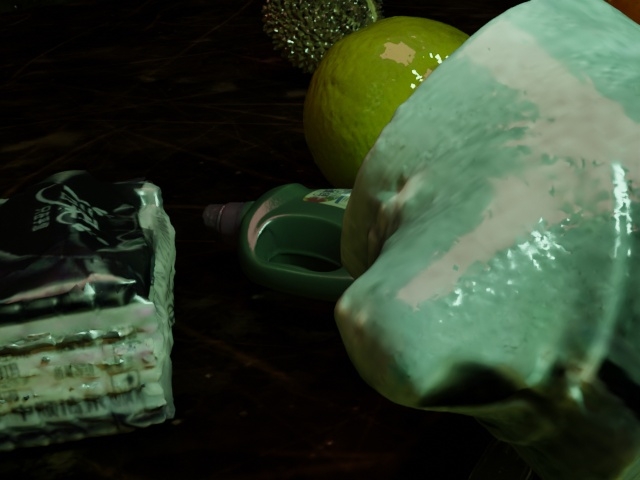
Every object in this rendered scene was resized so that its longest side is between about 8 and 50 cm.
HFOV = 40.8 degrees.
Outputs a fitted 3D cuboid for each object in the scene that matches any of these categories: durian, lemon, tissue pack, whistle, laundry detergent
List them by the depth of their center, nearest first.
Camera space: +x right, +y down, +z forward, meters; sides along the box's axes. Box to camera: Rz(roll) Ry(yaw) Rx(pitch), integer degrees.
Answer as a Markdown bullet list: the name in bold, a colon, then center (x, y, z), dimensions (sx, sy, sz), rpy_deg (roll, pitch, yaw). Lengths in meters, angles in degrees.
- **whistle**: center (0.165, 0.022, 0.462), dimensions (0.168, 0.188, 0.405), rpy_deg (47, 14, 29)
- **tissue pack**: center (-0.262, 0.041, 0.570), dimensions (0.332, 0.123, 0.245), rpy_deg (-7, 27, -8)
- **laundry detergent**: center (0.000, 0.000, 0.674), dimensions (0.222, 0.078, 0.144), rpy_deg (6, 30, 21)
- **lemon**: center (0.074, -0.109, 0.783), dimensions (0.184, 0.184, 0.248), rpy_deg (-10, 11, -13)
- **durian**: center (-0.001, -0.343, 1.322), dimensions (0.196, 0.167, 0.196), rpy_deg (30, 16, -9)

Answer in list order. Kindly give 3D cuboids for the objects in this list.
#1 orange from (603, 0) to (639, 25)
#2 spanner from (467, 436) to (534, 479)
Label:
- **orange**: center (0.532, -0.379, 1.135), dimensions (0.424, 0.326, 0.424), rpy_deg (6, 33, -4)
- **spanner**: center (0.106, 0.111, 0.470), dimensions (0.093, 0.026, 0.325), rpy_deg (13, 30, 28)
